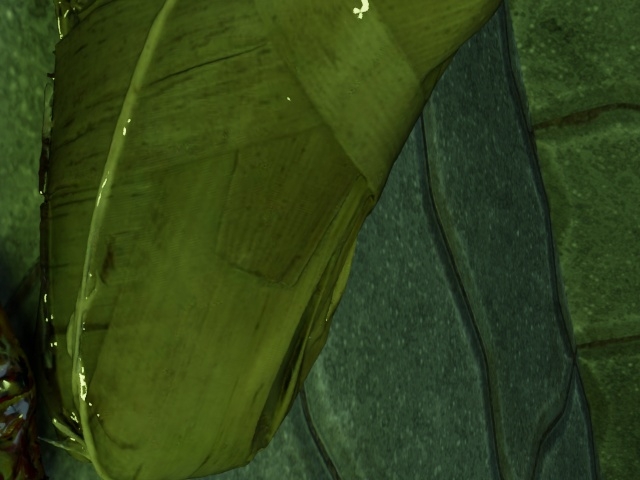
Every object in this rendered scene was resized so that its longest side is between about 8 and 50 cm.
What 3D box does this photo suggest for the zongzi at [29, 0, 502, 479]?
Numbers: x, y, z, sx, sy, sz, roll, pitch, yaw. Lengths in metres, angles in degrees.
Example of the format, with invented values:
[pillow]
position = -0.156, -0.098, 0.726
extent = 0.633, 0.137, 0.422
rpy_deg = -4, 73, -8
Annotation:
[zongzi]
position = -0.016, -0.002, 0.803
extent = 0.218, 0.467, 0.499
rpy_deg = 8, 81, -42

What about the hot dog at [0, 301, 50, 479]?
[hot dog]
position = -0.239, 0.124, 0.749
extent = 0.162, 0.082, 0.270
rpy_deg = -43, 124, -60
